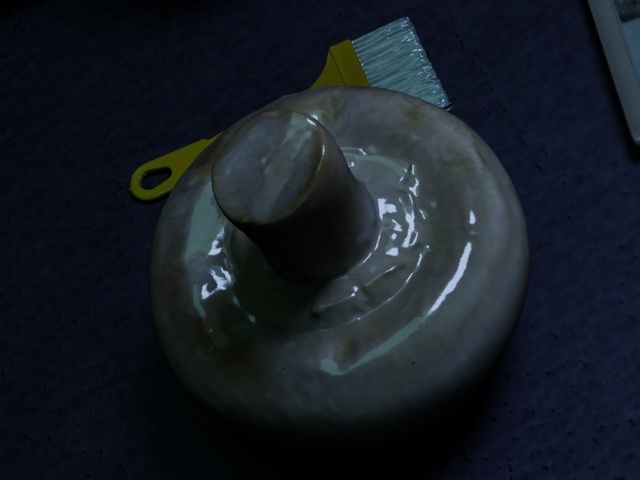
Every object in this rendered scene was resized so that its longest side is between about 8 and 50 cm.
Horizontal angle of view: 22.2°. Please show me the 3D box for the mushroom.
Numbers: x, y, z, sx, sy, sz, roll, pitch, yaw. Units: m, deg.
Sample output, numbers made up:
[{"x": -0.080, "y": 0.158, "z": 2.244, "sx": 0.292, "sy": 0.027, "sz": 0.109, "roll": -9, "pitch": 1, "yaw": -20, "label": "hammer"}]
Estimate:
[{"x": 0.000, "y": 0.000, "z": 0.839, "sx": 0.207, "sy": 0.215, "sz": 0.207, "roll": -6, "pitch": 65, "yaw": 14, "label": "mushroom"}]

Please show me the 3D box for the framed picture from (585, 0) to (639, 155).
[{"x": 0.302, "y": -0.173, "z": 0.977, "sx": 0.289, "sy": 0.016, "sz": 0.213, "roll": -15, "pitch": 55, "yaw": 7, "label": "framed picture"}]

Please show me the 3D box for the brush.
[{"x": -0.025, "y": -0.072, "z": 1.017, "sx": 0.205, "sy": 0.011, "sz": 0.083, "roll": -23, "pitch": 55, "yaw": 3, "label": "brush"}]
